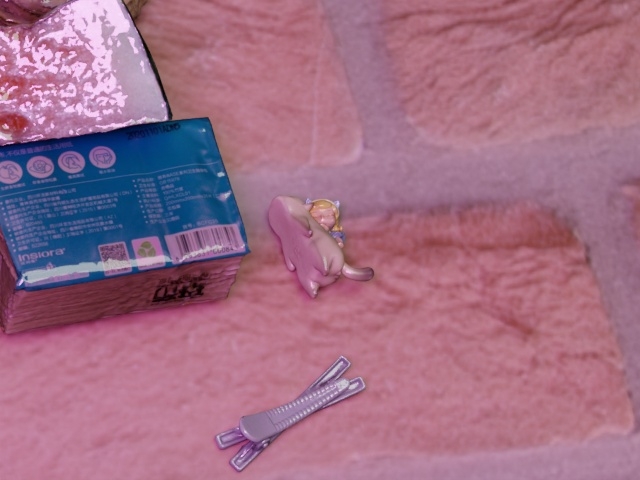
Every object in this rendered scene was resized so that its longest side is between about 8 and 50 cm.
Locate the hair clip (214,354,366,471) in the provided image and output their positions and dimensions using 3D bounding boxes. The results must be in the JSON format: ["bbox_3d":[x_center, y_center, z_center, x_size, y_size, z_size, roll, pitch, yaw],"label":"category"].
[{"bbox_3d":[-0.017,0.117,1.359,0.115,0.039,0.030,-31,83,-28],"label":"hair clip"}]

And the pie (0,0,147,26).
[{"bbox_3d":[-0.206,-0.229,1.440,0.163,0.079,0.193,-32,76,-33],"label":"pie"}]

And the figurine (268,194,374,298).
[{"bbox_3d":[0.000,0.000,1.418,0.050,0.047,0.083,-10,61,-36],"label":"figurine"}]

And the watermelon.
[{"bbox_3d":[-0.235,-0.104,1.339,0.241,0.154,0.094,-15,99,-12],"label":"watermelon"}]

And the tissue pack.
[{"bbox_3d":[-0.148,-0.011,1.351,0.169,0.082,0.120,-10,64,-19],"label":"tissue pack"}]
